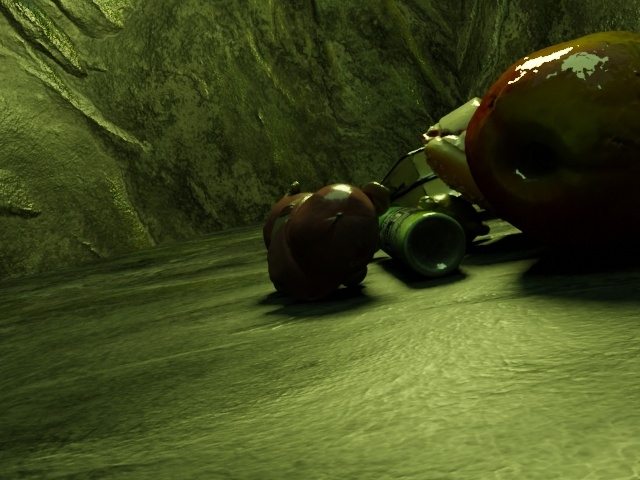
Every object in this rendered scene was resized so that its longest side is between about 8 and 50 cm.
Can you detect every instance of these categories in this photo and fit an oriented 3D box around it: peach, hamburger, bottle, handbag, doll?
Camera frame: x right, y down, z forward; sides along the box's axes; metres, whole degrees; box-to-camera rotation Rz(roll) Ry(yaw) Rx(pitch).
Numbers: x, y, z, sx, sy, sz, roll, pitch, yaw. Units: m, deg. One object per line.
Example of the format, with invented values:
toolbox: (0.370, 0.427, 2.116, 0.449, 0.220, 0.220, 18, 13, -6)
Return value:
peach: (0.377, -0.129, 1.174, 0.372, 0.290, 0.372, -7, 3, 0)
hamburger: (0.306, -0.112, 1.462, 0.295, 0.151, 0.227, 33, 15, -39)
bottle: (0.147, -0.006, 1.376, 0.093, 0.093, 0.330, -11, 5, -4)
handbag: (0.333, -0.158, 2.002, 0.358, 0.160, 0.236, -23, -3, -16)
doll: (0.003, 0.002, 1.290, 0.152, 0.196, 0.256, 27, -9, -13)
doll: (0.229, -0.022, 1.552, 0.137, 0.097, 0.209, 22, -5, 11)

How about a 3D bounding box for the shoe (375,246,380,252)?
shoe: (0.043, 0.015, 1.537, 0.194, 0.074, 0.077, -14, 18, -15)
